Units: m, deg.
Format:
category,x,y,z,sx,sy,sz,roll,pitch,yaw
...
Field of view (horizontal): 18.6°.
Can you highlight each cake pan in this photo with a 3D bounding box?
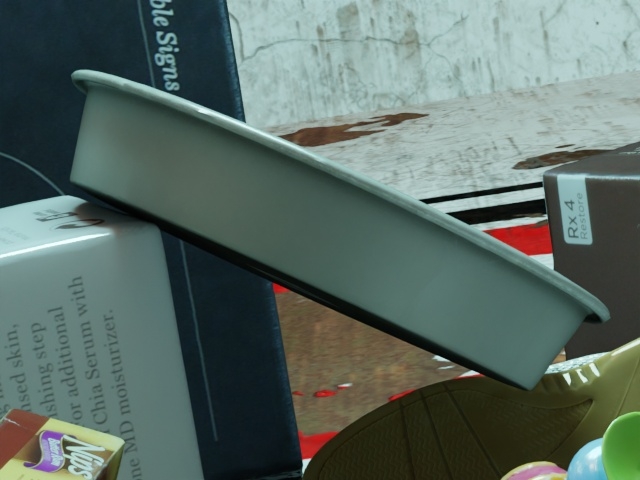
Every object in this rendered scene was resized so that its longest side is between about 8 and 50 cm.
category,x,y,z,sx,sy,sz,roll,pitch,yaw
cake pan,0.000,0.000,0.978,0.293,0.054,0.293,25,-3,1

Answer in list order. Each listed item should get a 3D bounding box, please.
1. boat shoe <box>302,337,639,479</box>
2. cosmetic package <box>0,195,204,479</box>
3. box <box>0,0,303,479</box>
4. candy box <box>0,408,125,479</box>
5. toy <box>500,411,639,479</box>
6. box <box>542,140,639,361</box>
category,x,y,z,sx,sy,sz,roll,pitch,yaw
boat shoe,0.128,0.117,1.074,0.277,0.098,0.096,-16,-16,2
cosmetic package,-0.290,0.137,0.915,0.453,0.230,0.161,-12,11,-22
box,-0.291,-0.060,1.259,0.472,0.479,0.297,-10,10,-6
candy box,-0.128,0.168,0.726,0.053,0.186,0.109,15,14,6
toy,0.080,0.123,0.823,0.137,0.056,0.237,-6,-20,-26
box,0.273,0.018,1.224,0.203,0.168,0.167,-19,15,-40
